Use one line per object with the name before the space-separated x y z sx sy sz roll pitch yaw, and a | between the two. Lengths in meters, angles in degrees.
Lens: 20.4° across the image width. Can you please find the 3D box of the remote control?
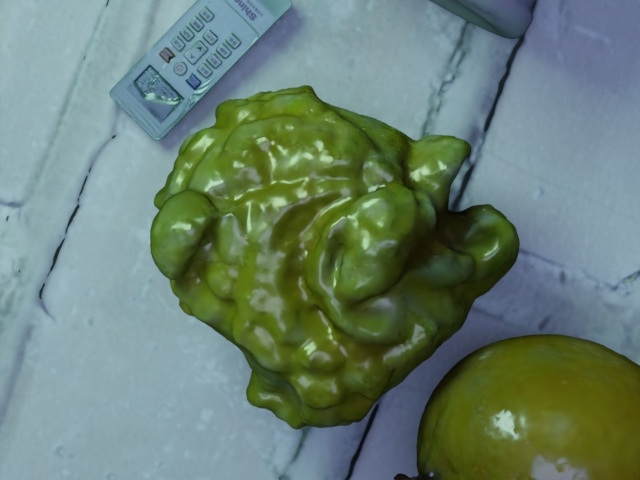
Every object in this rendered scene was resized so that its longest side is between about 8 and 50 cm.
remote control | -0.099 -0.158 1.470 0.162 0.029 0.061 -44 91 9

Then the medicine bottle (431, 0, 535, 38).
medicine bottle | 0.147 -0.335 1.365 0.202 0.202 0.316 31 95 -2

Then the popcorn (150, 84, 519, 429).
popcorn | 0.000 0.000 1.386 0.250 0.235 0.242 46 70 -22

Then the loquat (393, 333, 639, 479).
loquat | 0.179 0.186 1.401 0.244 0.244 0.244 0 95 1
